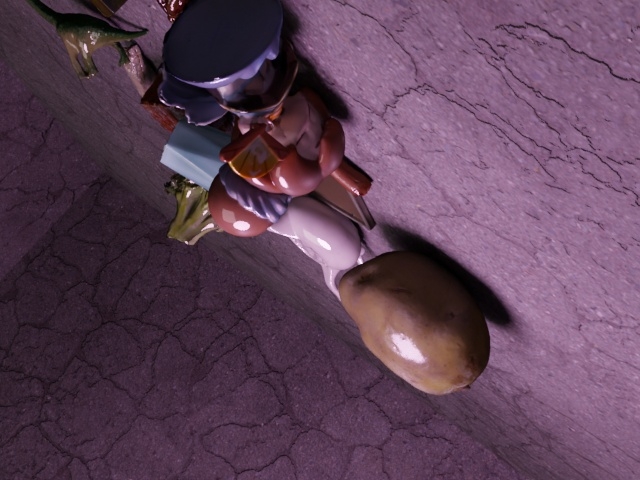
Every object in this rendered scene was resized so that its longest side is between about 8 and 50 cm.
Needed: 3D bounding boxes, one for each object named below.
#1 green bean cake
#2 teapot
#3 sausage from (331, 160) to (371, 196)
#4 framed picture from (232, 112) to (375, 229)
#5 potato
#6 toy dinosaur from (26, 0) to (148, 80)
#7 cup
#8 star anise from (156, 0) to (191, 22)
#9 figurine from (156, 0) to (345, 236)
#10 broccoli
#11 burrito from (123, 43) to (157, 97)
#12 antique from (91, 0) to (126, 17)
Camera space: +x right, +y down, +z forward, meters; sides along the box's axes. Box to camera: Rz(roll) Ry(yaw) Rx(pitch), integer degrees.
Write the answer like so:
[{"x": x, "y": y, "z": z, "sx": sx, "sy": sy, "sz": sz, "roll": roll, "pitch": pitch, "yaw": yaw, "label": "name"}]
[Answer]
[{"x": -0.303, "y": -0.295, "z": 1.959, "sx": 0.233, "sy": 0.097, "sz": 0.198, "roll": 28, "pitch": 164, "yaw": 46, "label": "green bean cake"}, {"x": 0.000, "y": 0.000, "z": 1.985, "sx": 0.298, "sy": 0.139, "sz": 0.204, "roll": 42, "pitch": 168, "yaw": -16, "label": "teapot"}, {"x": 0.021, "y": -0.146, "z": 1.631, "sx": 0.177, "sy": 0.040, "sz": 0.047, "roll": 42, "pitch": 148, "yaw": -4, "label": "sausage"}, {"x": -0.038, "y": -0.154, "z": 1.839, "sx": 0.324, "sy": 0.020, "sz": 0.240, "roll": 33, "pitch": 166, "yaw": 35, "label": "framed picture"}, {"x": 0.191, "y": 0.151, "z": 1.753, "sx": 0.326, "sy": 0.221, "sz": 0.243, "roll": 46, "pitch": 161, "yaw": 26, "label": "potato"}, {"x": -0.549, "y": -0.512, "z": 1.985, "sx": 0.447, "sy": 0.087, "sz": 0.300, "roll": -10, "pitch": 103, "yaw": 40, "label": "toy dinosaur"}, {"x": -0.201, "y": -0.159, "z": 1.838, "sx": 0.236, "sy": 0.134, "sz": 0.148, "roll": 27, "pitch": 166, "yaw": -2, "label": "cup"}, {"x": -0.230, "y": -0.385, "z": 1.502, "sx": 0.168, "sy": 0.057, "sz": 0.168, "roll": 37, "pitch": 167, "yaw": 10, "label": "star anise"}, {"x": -0.104, "y": -0.192, "z": 1.400, "sx": 0.248, "sy": 0.276, "sz": 0.388, "roll": 6, "pitch": 154, "yaw": 27, "label": "figurine"}, {"x": -0.292, "y": -0.082, "z": 2.348, "sx": 0.248, "sy": 0.245, "sz": 0.288, "roll": 35, "pitch": 176, "yaw": -19, "label": "broccoli"}, {"x": -0.412, "y": -0.381, "z": 2.086, "sx": 0.063, "sy": 0.058, "sz": 0.229, "roll": 38, "pitch": 169, "yaw": 25, "label": "burrito"}, {"x": -0.432, "y": -0.513, "z": 1.608, "sx": 0.221, "sy": 0.080, "sz": 0.081, "roll": 45, "pitch": 169, "yaw": -24, "label": "antique"}]
